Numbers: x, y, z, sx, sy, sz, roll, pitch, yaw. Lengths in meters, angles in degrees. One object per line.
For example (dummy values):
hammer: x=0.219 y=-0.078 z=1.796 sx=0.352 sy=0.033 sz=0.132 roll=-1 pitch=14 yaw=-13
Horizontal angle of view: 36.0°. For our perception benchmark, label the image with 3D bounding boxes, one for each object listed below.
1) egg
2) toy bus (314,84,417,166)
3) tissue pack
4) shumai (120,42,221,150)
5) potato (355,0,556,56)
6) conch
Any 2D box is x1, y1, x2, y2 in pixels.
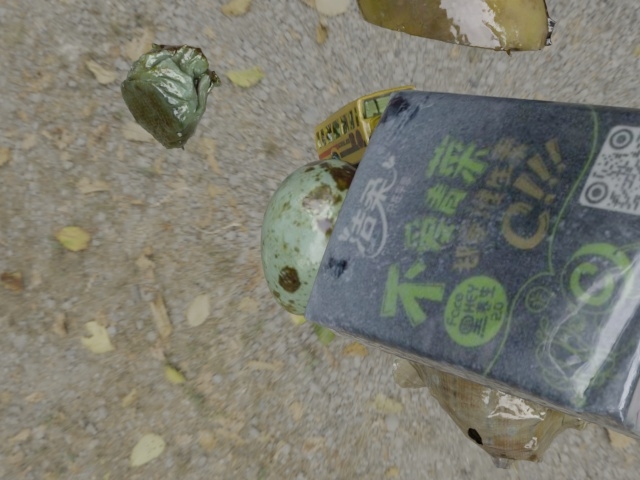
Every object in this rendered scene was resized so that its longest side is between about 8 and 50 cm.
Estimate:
egg: x=0.000 y=0.000 z=1.335 sx=0.169 sy=0.169 sz=0.231 roll=25 pitch=114 yaw=4
toy bus: x=0.088 y=-0.166 z=1.550 sx=0.121 sy=0.335 sz=0.123 roll=-15 pitch=90 yaw=-15
tissue pack: x=0.190 y=0.002 z=0.967 sx=0.394 sy=0.124 sz=0.288 roll=14 pitch=76 yaw=45
shumai: x=-0.249 y=-0.257 z=1.714 sx=0.142 sy=0.184 sz=0.184 roll=-40 pitch=87 yaw=-24
potato: x=0.138 y=-0.291 z=1.092 sx=0.243 sy=0.098 sz=0.138 roll=17 pitch=114 yaw=28
conch: x=0.270 y=0.218 z=1.421 sx=0.324 sy=0.263 sz=0.186 roll=-5 pitch=54 yaw=1
